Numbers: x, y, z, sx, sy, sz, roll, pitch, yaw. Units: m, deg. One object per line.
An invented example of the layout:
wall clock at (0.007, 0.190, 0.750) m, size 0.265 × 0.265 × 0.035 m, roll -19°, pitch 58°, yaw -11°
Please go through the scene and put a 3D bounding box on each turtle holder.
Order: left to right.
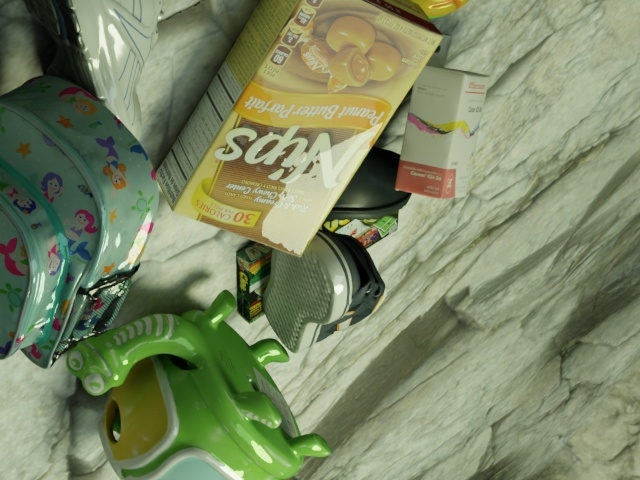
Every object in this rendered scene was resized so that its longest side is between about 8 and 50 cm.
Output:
turtle holder at (-0.159, 0.217, 2.351) m, size 0.227 × 0.243 × 0.320 m, roll -32°, pitch 163°, yaw 11°

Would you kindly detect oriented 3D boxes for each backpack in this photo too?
backpack at (-0.284, -0.025, 1.855) m, size 0.191 × 0.225 × 0.253 m, roll -26°, pitch 153°, yaw -54°

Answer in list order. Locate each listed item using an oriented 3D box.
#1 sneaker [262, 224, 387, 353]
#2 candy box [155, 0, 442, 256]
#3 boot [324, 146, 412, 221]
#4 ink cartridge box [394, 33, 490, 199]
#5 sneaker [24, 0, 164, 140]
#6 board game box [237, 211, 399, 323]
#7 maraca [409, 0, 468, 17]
sneaker at (0.013, 0.041, 2.362) m, size 0.127 × 0.126 × 0.321 m, roll -29°, pitch 172°, yaw -17°
candy box at (-0.027, -0.150, 2.132) m, size 0.183 × 0.087 × 0.316 m, roll 20°, pitch 113°, yaw -31°
boot at (0.052, -0.124, 2.332) m, size 0.246 × 0.094 × 0.207 m, roll -11°, pitch 141°, yaw -39°
ink cartridge box at (0.156, -0.155, 2.365) m, size 0.115 × 0.067 × 0.198 m, roll -11°, pitch 112°, yaw -70°
sneaker at (-0.204, -0.198, 1.881) m, size 0.129 × 0.111 × 0.297 m, roll -41°, pitch 153°, yaw -22°
board game box at (0.000, 0.000, 2.500) m, size 0.259 × 0.030 × 0.136 m, roll -33°, pitch 147°, yaw -23°
maraca at (0.143, -0.342, 2.169) m, size 0.127 × 0.099 × 0.186 m, roll -5°, pitch 117°, yaw -40°
